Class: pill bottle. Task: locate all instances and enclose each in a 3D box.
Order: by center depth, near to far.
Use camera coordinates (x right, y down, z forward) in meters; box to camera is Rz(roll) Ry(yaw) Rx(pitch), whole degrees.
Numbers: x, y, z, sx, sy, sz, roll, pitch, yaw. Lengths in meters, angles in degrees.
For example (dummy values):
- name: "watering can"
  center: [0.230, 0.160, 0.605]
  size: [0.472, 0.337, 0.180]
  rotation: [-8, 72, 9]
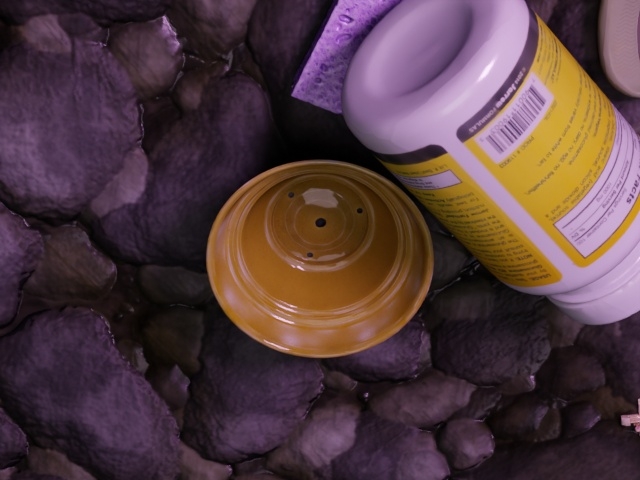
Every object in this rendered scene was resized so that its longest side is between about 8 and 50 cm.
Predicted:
- name: "pill bottle"
  center: [0.186, -0.071, 1.461]
  size: [0.188, 0.188, 0.334]
  rotation: [-35, 125, 17]

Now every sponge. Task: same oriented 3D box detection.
- name: "sponge"
  center: [0.068, -0.203, 1.492]
  size: [0.117, 0.031, 0.210]
  rotation: [23, 116, -12]

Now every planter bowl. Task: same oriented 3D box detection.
- name: "planter bowl"
  center: [0.000, 0.000, 1.569]
  size: [0.217, 0.090, 0.217]
  rotation: [0, 119, 1]

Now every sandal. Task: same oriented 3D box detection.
- name: "sandal"
  center: [0.300, -0.260, 1.428]
  size: [0.120, 0.086, 0.303]
  rotation: [-8, 118, 4]

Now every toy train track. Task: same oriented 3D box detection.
- name: "toy train track"
  center: [0.363, 0.189, 1.715]
  size: [0.083, 0.014, 0.048]
  rotation: [-7, 119, 3]
